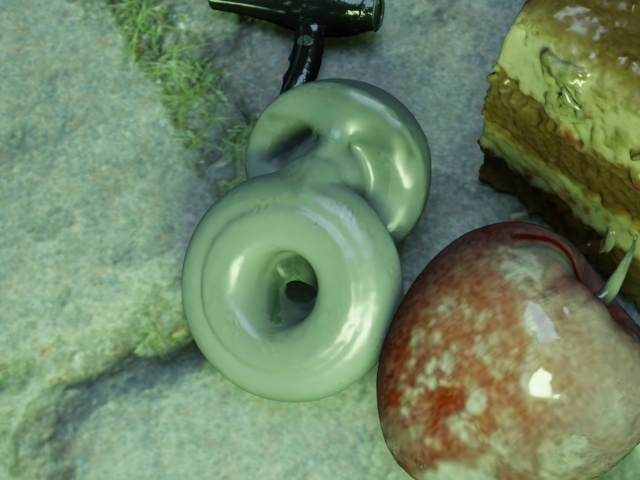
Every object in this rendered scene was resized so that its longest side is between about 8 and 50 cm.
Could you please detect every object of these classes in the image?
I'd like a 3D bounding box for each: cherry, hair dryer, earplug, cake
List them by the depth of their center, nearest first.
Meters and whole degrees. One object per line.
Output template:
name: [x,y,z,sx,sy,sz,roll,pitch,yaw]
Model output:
cherry: [0.182,0.103,1.394,0.285,0.213,0.236,-47,55,7]
earplug: [-0.002,-0.006,1.511,0.214,0.175,0.325,15,67,17]
cake: [0.317,-0.139,1.519,0.256,0.290,0.282,37,67,24]
hair dryer: [-0.045,-0.192,1.696,0.196,0.075,0.219,7,63,17]
